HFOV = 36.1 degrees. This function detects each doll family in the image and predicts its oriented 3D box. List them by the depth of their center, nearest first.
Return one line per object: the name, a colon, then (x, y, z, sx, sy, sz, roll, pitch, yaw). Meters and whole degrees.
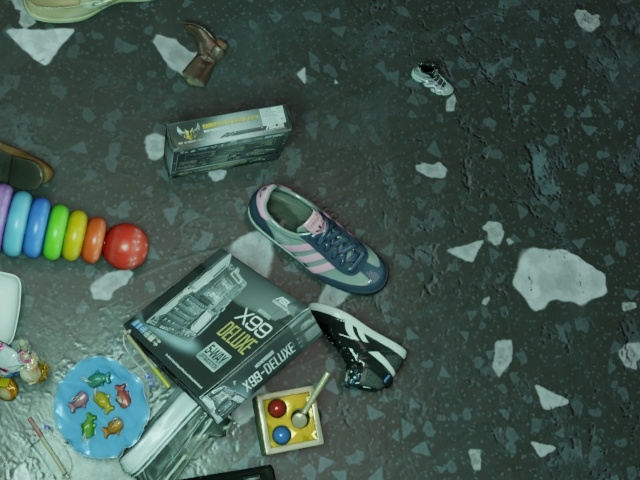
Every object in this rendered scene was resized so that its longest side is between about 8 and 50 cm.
doll family: (-0.571, 0.221, 1.721, 0.163, 0.263, 0.118, 35, 37, -26)

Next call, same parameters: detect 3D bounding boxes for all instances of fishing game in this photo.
fishing game: (-0.397, 0.301, 1.751, 0.264, 0.041, 0.189, -39, 77, 7)

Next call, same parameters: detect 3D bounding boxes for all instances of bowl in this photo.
bowl: (-0.623, 0.127, 1.800, 0.142, 0.053, 0.142, 6, 76, -9)

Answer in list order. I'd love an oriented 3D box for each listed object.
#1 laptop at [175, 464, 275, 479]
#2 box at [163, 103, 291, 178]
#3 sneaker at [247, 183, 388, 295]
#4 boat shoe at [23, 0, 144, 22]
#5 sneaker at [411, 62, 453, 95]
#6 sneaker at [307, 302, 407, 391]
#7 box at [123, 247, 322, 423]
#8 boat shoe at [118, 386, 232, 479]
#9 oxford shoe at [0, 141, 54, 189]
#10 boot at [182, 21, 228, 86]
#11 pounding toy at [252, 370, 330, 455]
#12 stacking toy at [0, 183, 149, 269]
laptop: (-0.240, 0.654, 1.721, 0.382, 0.236, 0.408, -7, 57, -10)
box: (-0.183, -0.189, 1.895, 0.231, 0.183, 0.056, -12, 80, -13)
sneaker: (0.000, 0.000, 1.909, 0.319, 0.131, 0.112, 31, 72, -2)
boat shoe: (-0.447, -0.518, 1.969, 0.302, 0.098, 0.109, -15, 79, -14)
sneaker: (0.243, -0.344, 2.074, 0.098, 0.069, 0.038, 25, 73, -4)
sneaker: (0.052, 0.216, 1.892, 0.217, 0.079, 0.121, 29, 71, -4)
box: (-0.180, 0.161, 1.763, 0.242, 0.307, 0.076, -39, 128, -16)
boat shoe: (-0.219, 0.319, 1.810, 0.119, 0.121, 0.335, 45, 82, -11)
oxford shoe: (-0.606, -0.152, 1.871, 0.212, 0.076, 0.076, 25, 106, 10)
boot: (-0.259, -0.378, 2.007, 0.106, 0.037, 0.114, 31, 77, 0)
pounding toy: (-0.047, 0.324, 1.836, 0.141, 0.100, 0.130, -8, 78, -13)
stacking toy: (-0.484, -0.018, 1.829, 0.330, 0.141, 0.141, 11, 74, -13)
